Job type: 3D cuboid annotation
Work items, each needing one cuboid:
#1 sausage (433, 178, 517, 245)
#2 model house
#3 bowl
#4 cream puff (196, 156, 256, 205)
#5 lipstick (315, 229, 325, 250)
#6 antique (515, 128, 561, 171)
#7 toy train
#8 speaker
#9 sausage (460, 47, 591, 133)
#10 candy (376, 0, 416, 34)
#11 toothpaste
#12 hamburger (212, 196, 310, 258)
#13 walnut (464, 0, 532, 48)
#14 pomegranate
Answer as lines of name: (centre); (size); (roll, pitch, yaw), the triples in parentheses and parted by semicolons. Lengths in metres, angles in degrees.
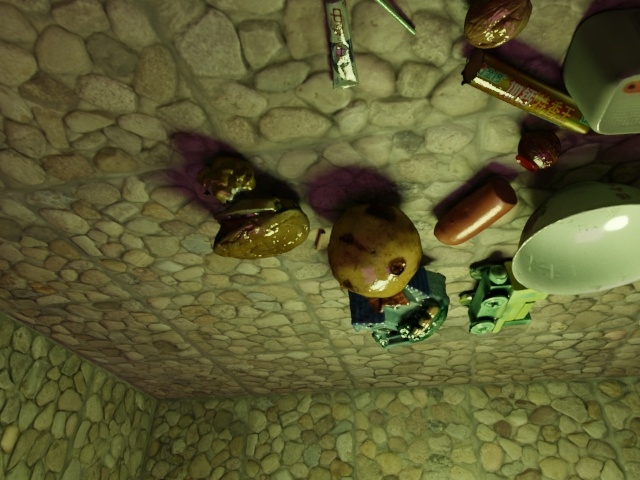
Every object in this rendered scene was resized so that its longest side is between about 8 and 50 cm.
sausage: (0.434, -0.070, 1.316); (0.113, 0.113, 0.259); (19, 141, -23)
model house: (0.215, 0.193, 1.535); (0.329, 0.252, 0.295); (25, 145, -37)
bowl: (0.739, -0.036, 1.274); (0.435, 0.196, 0.435); (1, 145, 0)
cream puff: (-0.244, -0.161, 1.216); (0.156, 0.156, 0.121); (-30, 91, 37)
lipstick: (0.000, 0.000, 1.506); (0.019, 0.019, 0.094); (7, 143, -8)
antique: (0.528, -0.221, 1.109); (0.104, 0.104, 0.104); (1, 145, 1)
toy train: (0.664, 0.210, 1.668); (0.253, 0.160, 0.397); (-7, 144, 0)
speaker: (0.709, -0.327, 0.876); (0.406, 0.184, 0.183); (-3, 145, 6)
sausage: (0.475, -0.310, 1.002); (0.371, 0.082, 0.082); (15, 142, -19)
candy: (0.082, -0.456, 0.833); (0.288, 0.078, 0.084); (23, 133, -39)
toothpaste: (0.040, -0.402, 0.924); (0.060, 0.038, 0.233); (-5, 146, 8)
hamburger: (-0.171, -0.025, 1.320); (0.265, 0.134, 0.285); (-16, 170, 29)
walnut: (0.324, -0.412, 0.848); (0.105, 0.105, 0.124); (27, 142, -31)
pomegranate: (0.158, 0.027, 1.331); (0.281, 0.281, 0.281); (1, 145, 1)
